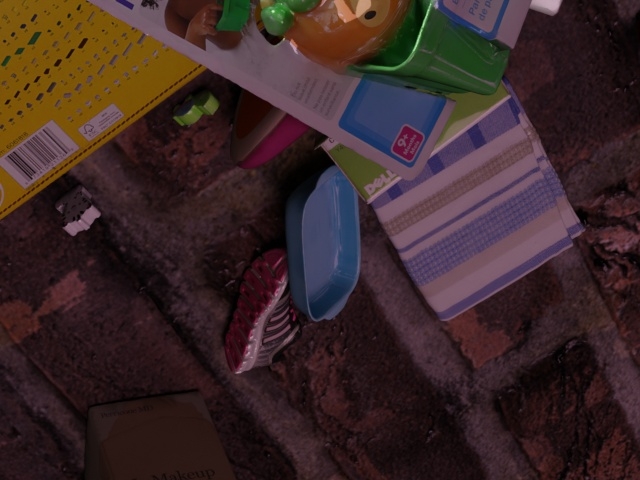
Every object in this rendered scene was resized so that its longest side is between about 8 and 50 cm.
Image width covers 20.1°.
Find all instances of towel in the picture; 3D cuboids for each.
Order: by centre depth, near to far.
[{"bbox_3d":[0.173,-0.043,2.072,0.209,0.034,0.285,-33,133,1],"label":"towel"}]

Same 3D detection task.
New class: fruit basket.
[{"bbox_3d":[0.016,-0.251,1.261,0.353,0.165,0.327,29,80,-42],"label":"fruit basket"}]

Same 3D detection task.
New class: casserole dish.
[{"bbox_3d":[0.000,0.000,1.992,0.114,0.037,0.188,-41,136,-44],"label":"casserole dish"}]

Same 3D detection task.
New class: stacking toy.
[{"bbox_3d":[-0.227,-0.119,1.818,0.221,0.052,0.167,-37,133,7],"label":"stacking toy"}]

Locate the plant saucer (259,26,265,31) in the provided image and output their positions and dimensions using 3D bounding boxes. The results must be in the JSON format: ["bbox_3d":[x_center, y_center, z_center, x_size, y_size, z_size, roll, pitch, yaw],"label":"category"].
[{"bbox_3d":[-0.114,-0.277,1.716,0.199,0.036,0.198,-9,110,-25],"label":"plant saucer"}]

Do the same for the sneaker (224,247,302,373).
[{"bbox_3d":[-0.052,0.078,2.058,0.075,0.063,0.170,-1,125,-35],"label":"sneaker"}]

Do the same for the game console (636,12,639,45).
[{"bbox_3d":[0.425,-0.215,2.017,0.085,0.124,0.144,-24,140,33],"label":"game console"}]

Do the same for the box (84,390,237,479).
[{"bbox_3d":[-0.163,0.323,2.036,0.148,0.311,0.121,-8,130,-19],"label":"box"}]

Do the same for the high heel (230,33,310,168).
[{"bbox_3d":[0.068,-0.199,1.834,0.181,0.127,0.377,26,114,-34],"label":"high heel"}]

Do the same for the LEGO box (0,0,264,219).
[{"bbox_3d":[-0.293,-0.218,1.485,0.500,0.372,0.193,-36,133,6],"label":"LEGO box"}]

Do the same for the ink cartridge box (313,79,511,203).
[{"bbox_3d":[0.092,-0.125,1.817,0.189,0.255,0.097,-37,97,7],"label":"ink cartridge box"}]

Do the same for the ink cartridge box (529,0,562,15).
[{"bbox_3d":[0.115,-0.355,1.646,0.289,0.121,0.211,17,110,-9],"label":"ink cartridge box"}]
